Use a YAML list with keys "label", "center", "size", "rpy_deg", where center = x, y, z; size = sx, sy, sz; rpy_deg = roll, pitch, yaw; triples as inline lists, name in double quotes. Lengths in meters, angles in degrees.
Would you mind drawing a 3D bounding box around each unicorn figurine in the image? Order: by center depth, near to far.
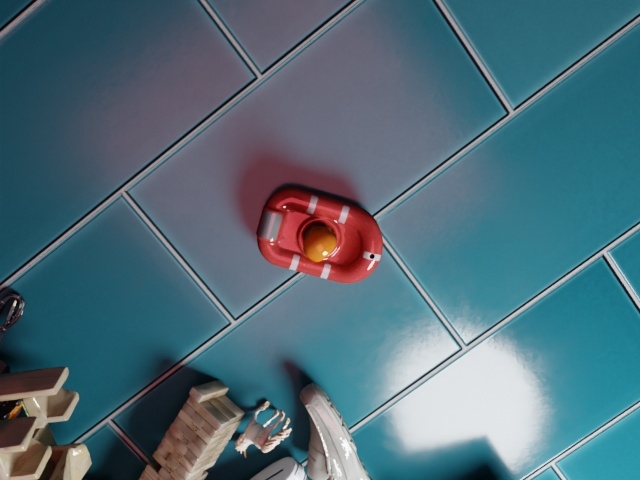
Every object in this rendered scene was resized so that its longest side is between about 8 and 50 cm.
- label: "unicorn figurine"
  center: [-0.120, 0.381, 1.112]
  size: [0.060, 0.162, 0.111]
  rpy_deg: [43, 70, -5]

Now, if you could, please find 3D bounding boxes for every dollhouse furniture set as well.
- label: "dollhouse furniture set"
  center: [-0.563, 0.486, 0.943]
  size: [0.256, 0.394, 0.362]
  rpy_deg: [-7, 115, 0]

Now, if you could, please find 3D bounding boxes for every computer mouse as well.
- label: "computer mouse"
  center: [-0.621, 0.216, 1.070]
  size: [0.071, 0.041, 0.242]
  rpy_deg: [16, 94, 3]

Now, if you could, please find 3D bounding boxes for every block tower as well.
- label: "block tower"
  center: [-0.275, 0.443, 1.103]
  size: [0.097, 0.091, 0.336]
  rpy_deg: [34, 100, 22]

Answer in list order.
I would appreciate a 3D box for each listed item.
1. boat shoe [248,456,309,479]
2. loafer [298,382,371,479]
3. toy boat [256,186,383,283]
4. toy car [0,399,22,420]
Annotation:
- label: "boat shoe"
  center: [-0.161, 0.578, 1.137]
  size: [0.335, 0.121, 0.119]
  rpy_deg: [-30, 102, 4]
- label: "loafer"
  center: [0.020, 0.435, 1.119]
  size: [0.111, 0.112, 0.320]
  rpy_deg: [-24, 103, -6]
- label: "toy boat"
  center: [0.000, 0.000, 1.003]
  size: [0.230, 0.151, 0.151]
  rpy_deg: [15, 102, -5]
- label: "toy car"
  center: [-0.577, 0.339, 1.104]
  size: [0.121, 0.060, 0.041]
  rpy_deg: [4, 134, 4]
